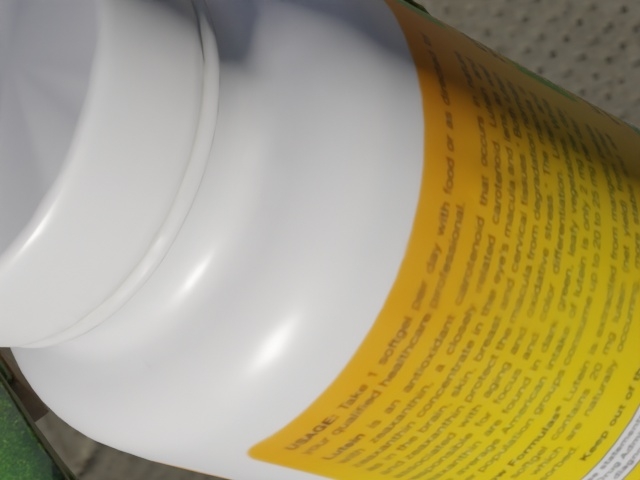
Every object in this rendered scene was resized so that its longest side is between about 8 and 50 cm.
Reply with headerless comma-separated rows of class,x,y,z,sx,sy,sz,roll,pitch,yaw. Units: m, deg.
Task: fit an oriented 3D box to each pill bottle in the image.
pill bottle,0.000,0.000,0.493,0.136,0.246,0.136,-18,63,39

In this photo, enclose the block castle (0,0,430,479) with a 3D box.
block castle,-0.061,0.020,0.775,0.453,0.303,0.213,54,174,23
